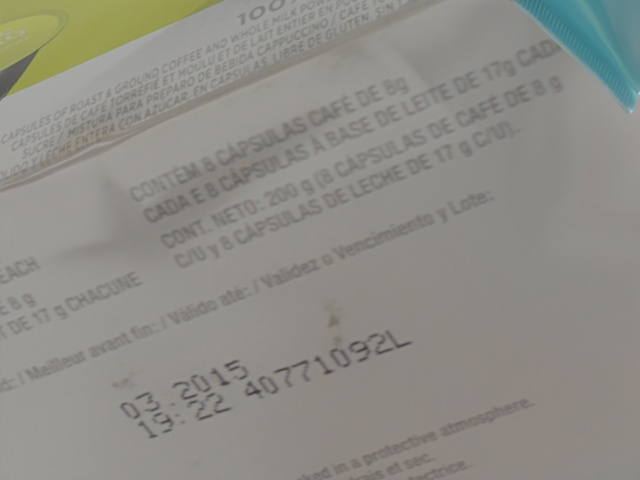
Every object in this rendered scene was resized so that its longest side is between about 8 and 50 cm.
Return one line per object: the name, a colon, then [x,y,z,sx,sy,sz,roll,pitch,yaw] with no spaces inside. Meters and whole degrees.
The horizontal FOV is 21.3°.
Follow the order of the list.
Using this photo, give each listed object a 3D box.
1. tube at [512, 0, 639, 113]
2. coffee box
tube: [0.094,-0.129,0.327,0.080,0.207,0.052,37,0,-22]
coffee box: [0.000,0.000,0.682,0.334,0.338,0.338,-90,155,-54]
